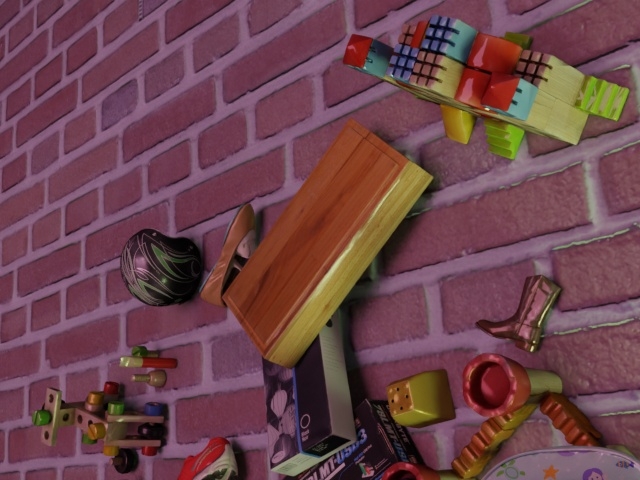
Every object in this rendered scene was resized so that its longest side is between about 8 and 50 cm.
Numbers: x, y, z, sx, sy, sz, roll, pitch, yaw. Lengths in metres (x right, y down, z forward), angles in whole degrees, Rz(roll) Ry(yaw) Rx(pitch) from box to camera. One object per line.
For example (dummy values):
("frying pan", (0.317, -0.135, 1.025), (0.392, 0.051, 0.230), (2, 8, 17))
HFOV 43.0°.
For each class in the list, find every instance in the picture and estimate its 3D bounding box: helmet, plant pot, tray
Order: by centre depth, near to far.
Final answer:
("plant pot", (0.151, 0.251, 1.291), (0.081, 0.083, 0.081), (-27, 63, 39))
("tray", (0.000, 0.000, 1.429), (0.411, 0.076, 0.203), (-55, 39, 9))
("helmet", (-0.358, 0.060, 1.787), (0.169, 0.161, 0.169), (-11, 74, 43))

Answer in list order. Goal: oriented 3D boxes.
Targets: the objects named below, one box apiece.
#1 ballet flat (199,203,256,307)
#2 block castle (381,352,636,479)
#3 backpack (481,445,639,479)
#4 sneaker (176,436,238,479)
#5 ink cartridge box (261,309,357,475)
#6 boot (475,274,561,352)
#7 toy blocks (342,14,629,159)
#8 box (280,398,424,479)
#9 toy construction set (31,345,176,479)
("ballet flat", (-0.174, 0.036, 1.686), (0.073, 0.080, 0.232), (31, 109, 15))
("block castle", (0.289, 0.395, 1.031), (0.303, 0.213, 0.453), (-57, 49, 21))
("backpack", (0.257, 0.337, 0.819), (0.225, 0.191, 0.254), (-10, 53, 26))
("sneaker", (-0.257, 0.504, 1.661), (0.279, 0.107, 0.118), (-46, 34, 25))
("ink cartridge box", (-0.031, 0.229, 1.443), (0.165, 0.065, 0.333), (-40, 42, 33))
("boot", (0.294, 0.096, 1.212), (0.106, 0.037, 0.114), (22, 101, 32))
("toy blocks", (0.215, -0.250, 1.205), (0.381, 0.261, 0.191), (28, 101, 44))
("box", (0.066, 0.465, 1.338), (0.295, 0.073, 0.293), (-49, 48, 25))
("toy construction set", (-0.487, 0.369, 1.799), (0.257, 0.237, 0.309), (45, 113, 41))
